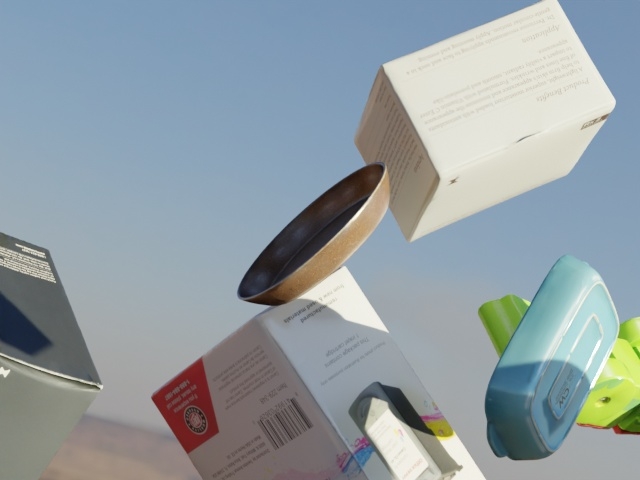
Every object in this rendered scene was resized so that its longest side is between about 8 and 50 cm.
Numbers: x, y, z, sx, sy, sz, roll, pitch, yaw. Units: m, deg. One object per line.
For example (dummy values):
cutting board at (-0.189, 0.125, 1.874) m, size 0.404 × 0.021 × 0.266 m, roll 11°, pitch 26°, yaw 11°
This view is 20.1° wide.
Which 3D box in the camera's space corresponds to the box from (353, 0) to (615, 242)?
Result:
box at (0.144, -0.107, 1.637) m, size 0.181 × 0.119 × 0.182 m, roll -23°, pitch -15°, yaw -14°

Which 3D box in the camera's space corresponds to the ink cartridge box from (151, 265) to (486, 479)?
ink cartridge box at (0.009, 0.210, 1.691) m, size 0.131 × 0.306 × 0.226 m, roll -32°, pitch -3°, yaw -41°

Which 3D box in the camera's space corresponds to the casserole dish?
casserole dish at (0.196, 0.100, 1.485) m, size 0.037 × 0.188 × 0.114 m, roll 14°, pitch -31°, yaw 36°

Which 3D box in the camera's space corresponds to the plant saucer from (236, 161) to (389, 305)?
plant saucer at (0.000, 0.000, 1.528) m, size 0.029 × 0.168 × 0.168 m, roll 47°, pitch -16°, yaw -12°

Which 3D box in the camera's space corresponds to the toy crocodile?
toy crocodile at (0.257, 0.129, 1.656) m, size 0.340 × 0.105 × 0.115 m, roll 21°, pitch 33°, yaw -45°

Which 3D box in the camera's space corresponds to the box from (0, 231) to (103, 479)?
box at (-0.298, 0.143, 1.426) m, size 0.103 × 0.261 × 0.184 m, roll 23°, pitch 24°, yaw -33°
